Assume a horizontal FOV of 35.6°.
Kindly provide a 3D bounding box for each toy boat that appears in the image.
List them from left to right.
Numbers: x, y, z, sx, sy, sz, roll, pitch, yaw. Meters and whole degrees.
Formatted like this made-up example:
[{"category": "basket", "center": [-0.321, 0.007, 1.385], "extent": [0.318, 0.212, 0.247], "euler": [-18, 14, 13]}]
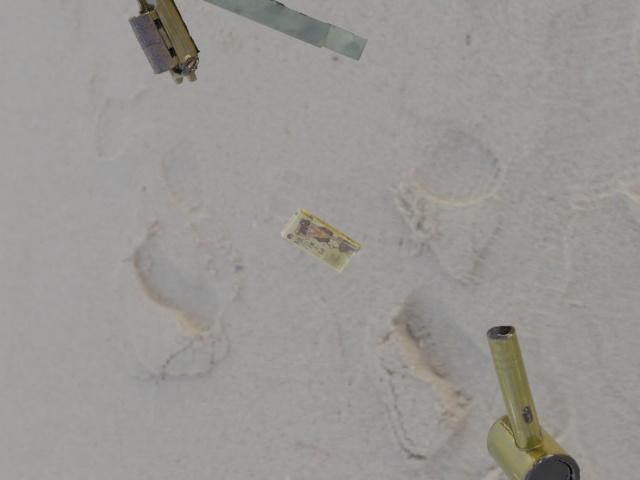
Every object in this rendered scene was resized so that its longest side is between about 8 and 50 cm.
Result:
[{"category": "toy boat", "center": [-0.286, -0.375, 1.741], "extent": [0.068, 0.088, 0.226], "euler": [0, 122, 48]}]

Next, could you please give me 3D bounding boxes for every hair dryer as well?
[{"category": "hair dryer", "center": [0.277, 0.233, 1.400], "extent": [0.135, 0.090, 0.278], "euler": [-126, 16, -63]}]

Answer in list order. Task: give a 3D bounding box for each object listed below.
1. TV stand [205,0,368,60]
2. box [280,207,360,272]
[{"category": "TV stand", "center": [-0.054, -0.308, 1.375], "extent": [0.042, 0.249, 0.036], "euler": [-101, 33, -72]}, {"category": "box", "center": [0.000, 0.000, 1.990], "extent": [0.073, 0.149, 0.020], "euler": [-53, 12, 27]}]
